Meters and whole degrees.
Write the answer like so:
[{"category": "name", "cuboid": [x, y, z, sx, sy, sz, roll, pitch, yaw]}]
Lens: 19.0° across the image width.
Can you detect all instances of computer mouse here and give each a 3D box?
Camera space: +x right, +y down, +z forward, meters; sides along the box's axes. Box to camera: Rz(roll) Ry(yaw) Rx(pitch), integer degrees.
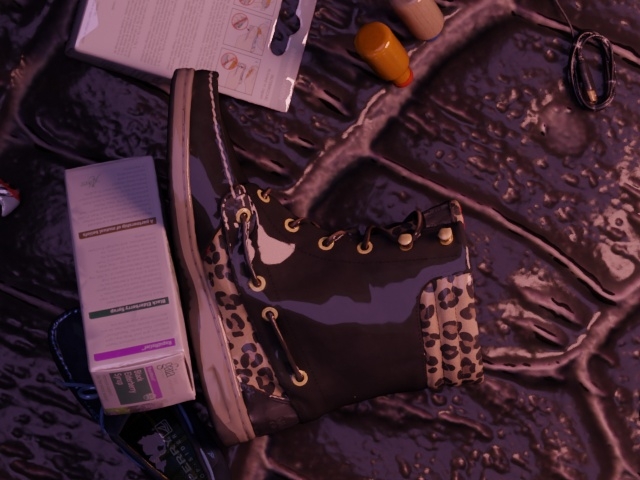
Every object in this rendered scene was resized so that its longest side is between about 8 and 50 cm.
[{"category": "computer mouse", "cuboid": [0.244, -0.246, 1.964, 0.071, 0.041, 0.242, -25, 86, -3]}]

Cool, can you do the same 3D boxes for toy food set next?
[{"category": "toy food set", "cuboid": [0.073, -0.280, 1.958, 0.111, 0.104, 0.232, -21, 67, 12]}]

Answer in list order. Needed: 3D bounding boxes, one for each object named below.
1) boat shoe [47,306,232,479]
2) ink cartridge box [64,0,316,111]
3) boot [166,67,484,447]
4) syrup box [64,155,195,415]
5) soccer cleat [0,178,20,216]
[{"category": "boat shoe", "cuboid": [-0.173, 0.162, 1.903, 0.258, 0.089, 0.109, 43, 86, 8]}, {"category": "ink cartridge box", "cuboid": [-0.127, -0.248, 1.974, 0.232, 0.066, 0.189, 17, 84, -19]}, {"category": "boot", "cuboid": [0.000, 0.000, 1.894, 0.284, 0.138, 0.377, -9, 88, 1]}, {"category": "syrup box", "cuboid": [-0.187, 0.043, 1.867, 0.096, 0.093, 0.237, -10, 57, -1]}, {"category": "soccer cleat", "cuboid": [-0.345, -0.057, 1.958, 0.083, 0.029, 0.035, 36, 82, -1]}]
